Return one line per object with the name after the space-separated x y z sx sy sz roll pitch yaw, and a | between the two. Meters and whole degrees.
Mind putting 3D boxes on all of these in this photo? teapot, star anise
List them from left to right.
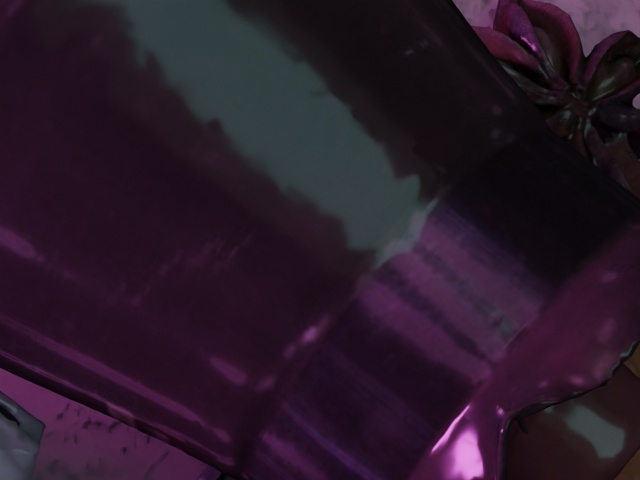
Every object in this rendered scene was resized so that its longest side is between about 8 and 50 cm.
0.000 0.000 0.842 0.362 0.376 0.305 41 94 14 | teapot
0.132 -0.076 1.077 0.197 0.073 0.212 30 51 0 | star anise

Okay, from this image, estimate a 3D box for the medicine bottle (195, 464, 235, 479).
0.102 0.261 0.920 0.426 0.108 0.108 38 60 -5 | medicine bottle

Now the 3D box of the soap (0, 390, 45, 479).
-0.319 0.215 0.732 0.261 0.156 0.446 38 59 -5 | soap

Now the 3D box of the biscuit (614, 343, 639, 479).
0.186 0.135 1.062 0.232 0.013 0.237 -3 72 -24 | biscuit
